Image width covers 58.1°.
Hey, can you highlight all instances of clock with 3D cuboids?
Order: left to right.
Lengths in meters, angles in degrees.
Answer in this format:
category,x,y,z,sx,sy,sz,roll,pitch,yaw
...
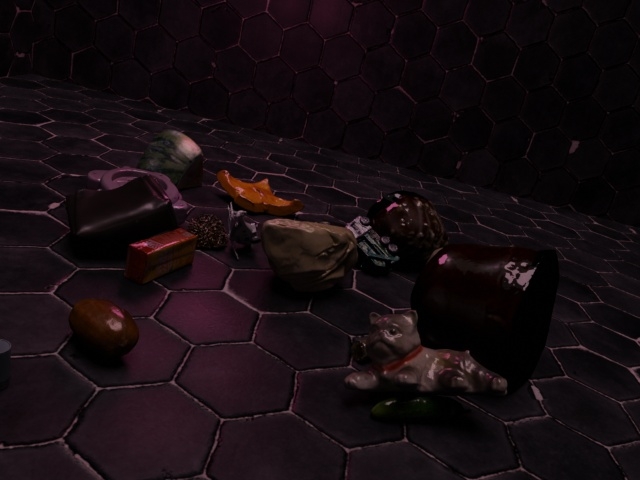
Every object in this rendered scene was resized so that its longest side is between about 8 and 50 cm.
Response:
category,x,y,z,sx,sy,sz,roll,pitch,yaw
clock,-0.617,-0.145,1.959,0.296,0.113,0.322,-2,28,-37

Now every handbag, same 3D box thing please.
category,x,y,z,sx,sy,sz,roll,pitch,yaw
handbag,-0.588,-0.088,1.688,0.285,0.113,0.257,-20,45,-18

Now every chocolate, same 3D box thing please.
category,x,y,z,sx,sy,sz,roll,pitch,yaw
chocolate,0.336,-0.027,2.102,0.340,0.225,0.210,17,33,-49
chocolate,0.424,0.175,1.565,0.331,0.383,0.384,12,16,36

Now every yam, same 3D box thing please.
category,x,y,z,sx,sy,sz,roll,pitch,yaw
yam,0.142,0.274,1.473,0.132,0.054,0.054,-1,26,-38

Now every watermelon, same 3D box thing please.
category,x,y,z,sx,sy,sz,roll,pitch,yaw
watermelon,-0.606,-0.292,2.342,0.213,0.201,0.261,24,66,20

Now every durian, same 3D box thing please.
category,x,y,z,sx,sy,sz,roll,pitch,yaw
durian,-0.374,-0.044,1.887,0.148,0.091,0.188,-5,27,-42

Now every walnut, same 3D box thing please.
category,x,y,z,sx,sy,sz,roll,pitch,yaw
walnut,-0.470,0.183,1.239,0.207,0.115,0.116,21,21,35

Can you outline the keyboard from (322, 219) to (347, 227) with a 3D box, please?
category,x,y,z,sx,sy,sz,roll,pitch,yaw
keyboard,0.158,-0.024,2.278,0.317,0.027,0.106,14,17,0

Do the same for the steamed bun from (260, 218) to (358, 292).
category,x,y,z,sx,sy,sz,roll,pitch,yaw
steamed bun,-0.034,0.047,1.744,0.276,0.203,0.289,12,5,19

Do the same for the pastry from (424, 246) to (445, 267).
category,x,y,z,sx,sy,sz,roll,pitch,yaw
pastry,0.490,0.119,1.992,0.265,0.133,0.265,14,24,-7

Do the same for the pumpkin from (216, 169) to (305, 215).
category,x,y,z,sx,sy,sz,roll,pitch,yaw
pumpkin,-0.249,-0.181,2.314,0.258,0.095,0.290,1,28,-41

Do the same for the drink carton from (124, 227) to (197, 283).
category,x,y,z,sx,sy,sz,roll,pitch,yaw
drink carton,-0.444,0.040,1.620,0.071,0.096,0.223,22,22,19

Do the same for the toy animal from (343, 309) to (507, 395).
category,x,y,z,sx,sy,sz,roll,pitch,yaw
toy animal,0.249,0.260,1.294,0.308,0.188,0.266,-15,-34,34

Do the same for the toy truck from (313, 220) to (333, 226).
category,x,y,z,sx,sy,sz,roll,pitch,yaw
toy truck,0.000,0.000,2.032,0.116,0.085,0.191,-6,26,-22

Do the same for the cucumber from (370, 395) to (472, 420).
category,x,y,z,sx,sy,sz,roll,pitch,yaw
cucumber,0.229,0.371,1.280,0.250,0.056,0.056,5,23,-21

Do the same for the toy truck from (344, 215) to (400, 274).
category,x,y,z,sx,sy,sz,roll,pitch,yaw
toy truck,0.163,0.024,1.989,0.116,0.110,0.216,-30,70,-36

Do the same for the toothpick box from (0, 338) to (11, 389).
category,x,y,z,sx,sy,sz,roll,pitch,yaw
toothpick box,-0.597,0.229,1.056,0.052,0.083,0.052,13,21,-5

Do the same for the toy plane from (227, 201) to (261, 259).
category,x,y,z,sx,sy,sz,roll,pitch,yaw
toy plane,-0.244,-0.050,1.823,0.107,0.273,0.182,-8,52,-9

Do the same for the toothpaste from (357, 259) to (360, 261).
category,x,y,z,sx,sy,sz,roll,pitch,yaw
toothpaste,0.111,0.018,2.114,0.078,0.046,0.248,14,23,-21
